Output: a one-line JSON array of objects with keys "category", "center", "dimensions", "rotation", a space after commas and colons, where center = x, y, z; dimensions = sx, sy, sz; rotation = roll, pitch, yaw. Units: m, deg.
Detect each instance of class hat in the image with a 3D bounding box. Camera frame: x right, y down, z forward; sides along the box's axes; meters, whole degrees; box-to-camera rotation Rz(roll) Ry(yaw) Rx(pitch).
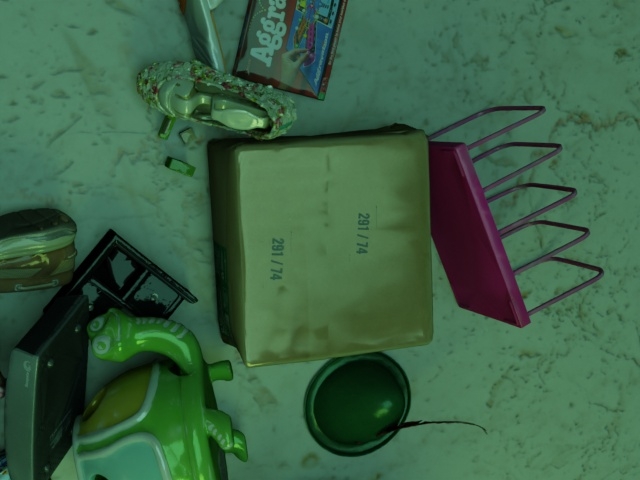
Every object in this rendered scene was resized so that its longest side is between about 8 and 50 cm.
[{"category": "hat", "center": [0.096, 0.264, 1.697], "dimensions": [0.208, 0.183, 0.173], "rotation": [-35, 105, -10]}]

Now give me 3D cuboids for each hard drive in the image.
[{"category": "hard drive", "center": [-0.376, 0.212, 1.526], "dimensions": [0.054, 0.172, 0.254], "rotation": [15, 123, 8]}]

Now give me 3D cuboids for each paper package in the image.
[{"category": "paper package", "center": [0.000, 0.000, 1.642], "dimensions": [0.310, 0.168, 0.324], "rotation": [-5, 100, -15]}]

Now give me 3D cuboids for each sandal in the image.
[{"category": "sandal", "center": [-0.155, -0.340, 1.588], "dimensions": [0.076, 0.102, 0.265], "rotation": [-19, 105, -21]}]

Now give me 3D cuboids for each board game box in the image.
[{"category": "board game box", "center": [-0.031, -0.363, 1.657], "dimensions": [0.145, 0.027, 0.281], "rotation": [12, 94, -17]}]

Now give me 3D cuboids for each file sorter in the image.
[{"category": "file sorter", "center": [0.284, -0.048, 1.708], "dimensions": [0.182, 0.202, 0.290], "rotation": [-26, 104, -15]}]

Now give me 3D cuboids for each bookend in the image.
[{"category": "bookend", "center": [-0.292, 0.093, 1.614], "dimensions": [0.156, 0.072, 0.157], "rotation": [41, 85, -18]}]

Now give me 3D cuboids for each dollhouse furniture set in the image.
[{"category": "dollhouse furniture set", "center": [-0.186, -0.172, 1.618], "dimensions": [0.076, 0.058, 0.151], "rotation": [22, 91, -19]}]

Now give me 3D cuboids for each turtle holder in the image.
[{"category": "turtle holder", "center": [-0.230, 0.274, 1.559], "dimensions": [0.228, 0.243, 0.320], "rotation": [-9, 135, -1]}]

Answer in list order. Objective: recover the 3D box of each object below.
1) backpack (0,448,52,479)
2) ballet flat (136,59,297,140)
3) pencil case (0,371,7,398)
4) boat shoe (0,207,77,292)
[{"category": "backpack", "center": [-0.454, 0.363, 1.595], "dimensions": [0.114, 0.084, 0.105], "rotation": [-34, 103, -6]}, {"category": "ballet flat", "center": [-0.152, -0.194, 1.538], "dimensions": [0.241, 0.077, 0.091], "rotation": [12, 121, 10]}, {"category": "pencil case", "center": [-0.596, 0.262, 1.477], "dimensions": [0.386, 0.160, 0.167], "rotation": [-42, 135, -1]}, {"category": "boat shoe", "center": [-0.494, 0.042, 1.523], "dimensions": [0.324, 0.123, 0.116], "rotation": [-8, 116, -9]}]
